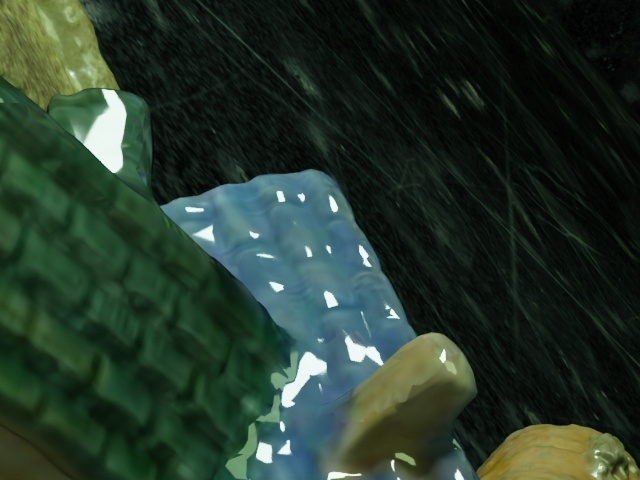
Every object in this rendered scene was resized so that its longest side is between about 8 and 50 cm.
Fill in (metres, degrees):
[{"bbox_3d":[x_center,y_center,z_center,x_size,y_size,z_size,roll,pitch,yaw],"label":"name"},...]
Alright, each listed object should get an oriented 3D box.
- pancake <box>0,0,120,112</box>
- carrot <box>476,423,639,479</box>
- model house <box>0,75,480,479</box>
[{"bbox_3d":[-0.123,-0.083,0.632,0.286,0.033,0.288,-103,169,-62],"label":"pancake"},{"bbox_3d":[0.084,0.155,0.773,0.102,0.102,0.263,53,21,6],"label":"carrot"},{"bbox_3d":[-0.059,0.040,0.428,0.183,0.172,0.166,39,21,-39],"label":"model house"}]
